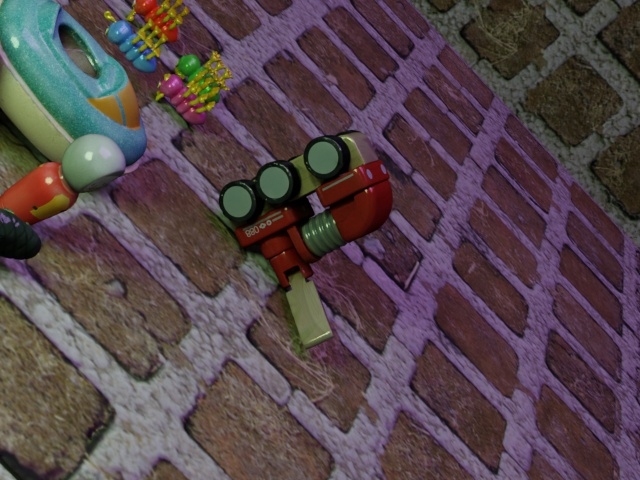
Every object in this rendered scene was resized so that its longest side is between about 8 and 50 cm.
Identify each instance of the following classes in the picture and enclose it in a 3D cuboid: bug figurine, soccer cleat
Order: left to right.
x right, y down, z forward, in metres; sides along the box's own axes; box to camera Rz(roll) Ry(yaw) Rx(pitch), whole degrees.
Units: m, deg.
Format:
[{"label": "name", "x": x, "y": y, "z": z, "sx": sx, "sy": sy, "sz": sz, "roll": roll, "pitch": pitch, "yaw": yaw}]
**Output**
[{"label": "soccer cleat", "x": -0.365, "y": -0.013, "z": 1.310, "sx": 0.179, "sy": 0.060, "sz": 0.072, "roll": 28, "pitch": 39, "yaw": -28}, {"label": "bug figurine", "x": -0.227, "y": -0.274, "z": 1.945, "sx": 0.216, "sy": 0.072, "sz": 0.279, "roll": 49, "pitch": 17, "yaw": -14}]

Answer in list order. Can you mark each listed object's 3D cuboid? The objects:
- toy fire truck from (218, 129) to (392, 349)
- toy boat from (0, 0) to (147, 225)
[{"label": "toy fire truck", "x": 0.000, "y": 0.000, "z": 1.761, "sx": 0.246, "sy": 0.217, "sz": 0.158, "roll": 65, "pitch": 23, "yaw": 1}, {"label": "toy boat", "x": -0.285, "y": -0.144, "z": 1.507, "sx": 0.267, "sy": 0.148, "sz": 0.318, "roll": 48, "pitch": 23, "yaw": -36}]
